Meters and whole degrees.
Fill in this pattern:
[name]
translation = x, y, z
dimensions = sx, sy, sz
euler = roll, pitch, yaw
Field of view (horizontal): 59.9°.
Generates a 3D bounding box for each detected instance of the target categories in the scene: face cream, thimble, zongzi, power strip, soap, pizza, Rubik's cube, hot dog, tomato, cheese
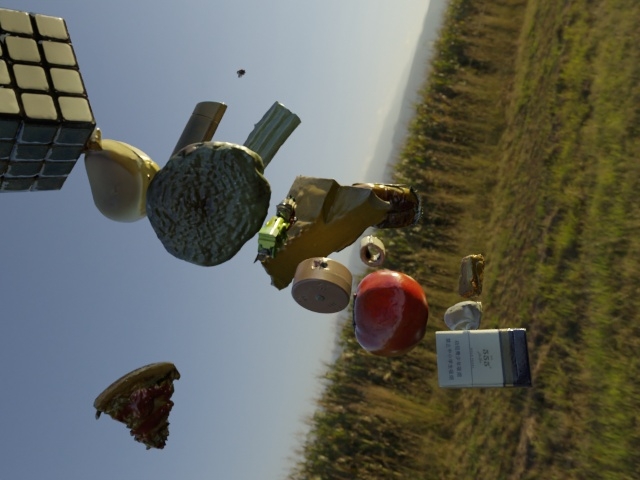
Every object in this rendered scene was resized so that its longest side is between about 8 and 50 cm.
[face cream]
translation = -0.449, -0.381, 2.020
dimensions = 0.067, 0.139, 0.285
euler = 35, -103, -57
[thimble]
translation = 0.213, 0.045, 2.289
dimensions = 0.090, 0.102, 0.115
euler = -76, -35, -67
[zongzi]
translation = -0.674, -0.284, 1.609
dimensions = 0.040, 0.083, 0.076
euler = 65, -171, -56
[power strip]
translation = 0.004, 0.115, 1.412
dimensions = 0.154, 0.154, 0.078
euler = 96, -175, -51
[soap]
translation = 0.000, 0.000, 1.600
dimensions = 0.169, 0.304, 0.338
euler = 37, -107, -44
[pizza]
translation = -0.366, 0.369, 1.185
dimensions = 0.188, 0.062, 0.199
euler = -28, -71, -30
[Rubik's cube]
translation = -0.801, -0.333, 1.364
dimensions = 0.337, 0.343, 0.344
euler = -9, -21, -42
[hot dog]
translation = 0.189, -0.104, 1.759
dimensions = 0.082, 0.270, 0.162
euler = -87, 0, -50
[tomato]
translation = 0.263, 0.275, 2.117
dimensions = 0.293, 0.290, 0.325
euler = 70, -156, -64
[cheese]
translation = -0.591, -0.173, 1.695
dimensions = 0.128, 0.316, 0.259
euler = -35, -53, -47

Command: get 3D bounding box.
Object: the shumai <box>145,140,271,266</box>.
[shumai]
translation = -0.276, -0.102, 1.452
dimensions = 0.263, 0.309, 0.304
euler = -103, 10, -81

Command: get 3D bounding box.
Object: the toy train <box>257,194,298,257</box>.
[toy train]
translation = -0.101, -0.041, 1.383
dimensions = 0.249, 0.053, 0.085
euler = -67, -13, -61

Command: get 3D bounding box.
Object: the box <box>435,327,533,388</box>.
[box]
translation = 0.468, 0.342, 1.605
dimensions = 0.071, 0.259, 0.168
euler = 54, -145, -67

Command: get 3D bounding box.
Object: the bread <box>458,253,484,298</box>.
[bread]
translation = 0.447, 0.106, 1.644
dimensions = 0.074, 0.053, 0.132
euler = 132, 152, -60

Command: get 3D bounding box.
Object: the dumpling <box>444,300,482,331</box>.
[dumpling]
translation = 0.577, 0.330, 2.227
dimensions = 0.247, 0.142, 0.172
euler = 120, 150, -69

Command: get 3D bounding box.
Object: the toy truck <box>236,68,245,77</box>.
[toy truck]
translation = -0.309, -0.653, 2.169
dimensions = 0.083, 0.032, 0.024
euler = -145, 39, -78

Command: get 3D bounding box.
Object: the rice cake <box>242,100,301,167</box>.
[rice cake]
translation = -0.182, -0.368, 1.963
dimensions = 0.237, 0.127, 0.043
euler = -54, -8, 5
